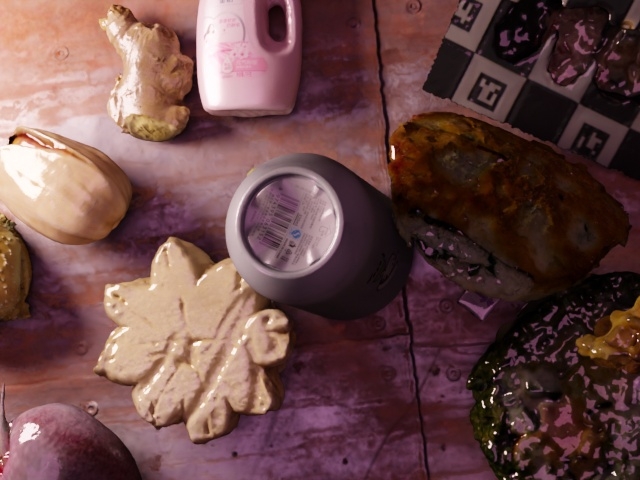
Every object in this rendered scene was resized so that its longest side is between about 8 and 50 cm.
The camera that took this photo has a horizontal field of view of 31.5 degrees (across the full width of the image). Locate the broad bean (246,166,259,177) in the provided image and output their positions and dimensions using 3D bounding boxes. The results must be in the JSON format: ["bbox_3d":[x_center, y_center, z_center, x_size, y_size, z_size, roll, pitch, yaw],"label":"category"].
[{"bbox_3d":[-0.078,-0.072,1.692,0.063,0.045,0.083,-23,93,4],"label":"broad bean"}]

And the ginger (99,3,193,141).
[{"bbox_3d":[-0.257,-0.257,1.703,0.137,0.074,0.213,-8,80,4],"label":"ginger"}]

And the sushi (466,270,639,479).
[{"bbox_3d":[0.372,0.210,1.574,0.352,0.178,0.294,-36,83,0],"label":"sushi"}]

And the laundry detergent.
[{"bbox_3d":[-0.104,-0.355,1.687,0.158,0.088,0.335,1,86,4],"label":"laundry detergent"}]

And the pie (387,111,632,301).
[{"bbox_3d":[0.249,-0.052,1.562,0.354,0.103,0.288,29,44,5],"label":"pie"}]

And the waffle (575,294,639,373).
[{"bbox_3d":[0.483,0.206,1.408,0.261,0.151,0.324,-20,81,3],"label":"waffle"}]

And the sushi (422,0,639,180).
[{"bbox_3d":[0.367,-0.292,1.648,0.372,0.100,0.296,21,105,-7],"label":"sushi"}]

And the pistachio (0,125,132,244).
[{"bbox_3d":[-0.382,-0.083,1.660,0.229,0.157,0.157,29,89,15],"label":"pistachio"}]

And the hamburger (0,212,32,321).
[{"bbox_3d":[-0.540,0.046,1.681,0.215,0.122,0.190,-3,89,6],"label":"hamburger"}]

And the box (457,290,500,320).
[{"bbox_3d":[0.253,0.059,1.660,0.050,0.036,0.117,36,90,5],"label":"box"}]

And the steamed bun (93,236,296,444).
[{"bbox_3d":[-0.178,0.140,1.643,0.295,0.137,0.292,-22,87,9],"label":"steamed bun"}]

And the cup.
[{"bbox_3d":[0.000,0.000,1.536,0.205,0.312,0.206,-2,83,14],"label":"cup"}]

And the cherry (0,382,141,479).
[{"bbox_3d":[-0.378,0.341,1.619,0.266,0.183,0.213,31,104,-7],"label":"cherry"}]
